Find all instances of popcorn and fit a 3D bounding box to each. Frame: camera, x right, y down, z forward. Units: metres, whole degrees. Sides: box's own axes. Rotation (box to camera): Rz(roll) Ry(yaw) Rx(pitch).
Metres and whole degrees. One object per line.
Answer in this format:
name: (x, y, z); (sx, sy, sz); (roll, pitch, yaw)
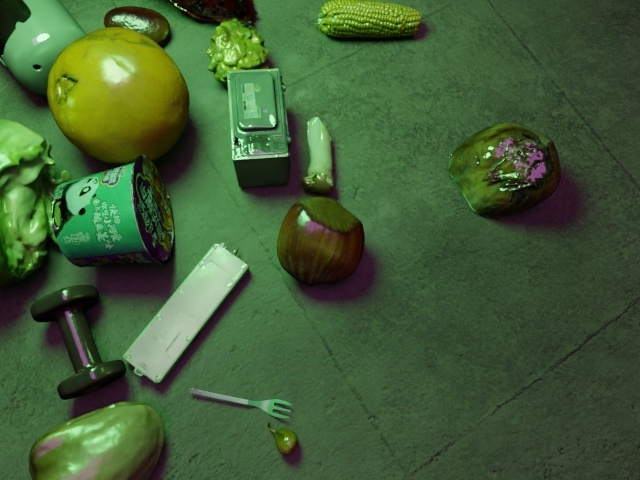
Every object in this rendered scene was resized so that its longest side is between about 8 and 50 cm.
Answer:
popcorn: (-0.217, -0.497, 1.264); (0.173, 0.142, 0.174); (1, 80, -6)

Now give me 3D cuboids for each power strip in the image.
power strip: (-0.304, 0.160, 1.124); (0.106, 0.043, 0.367); (36, 74, 4)

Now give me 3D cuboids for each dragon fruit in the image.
dragon fruit: (-0.338, -0.764, 1.348); (0.227, 0.286, 0.330); (-19, 50, 21)

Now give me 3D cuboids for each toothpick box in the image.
toothpick box: (-0.698, -0.504, 1.192); (0.229, 0.229, 0.316); (-39, 84, -15)

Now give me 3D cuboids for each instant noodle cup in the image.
instant noodle cup: (-0.462, -0.051, 1.074); (0.189, 0.251, 0.252); (-10, 76, 0)

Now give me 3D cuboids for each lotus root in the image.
lotus root: (0.488, -0.194, 1.247); (0.271, 0.192, 0.273); (1, 81, -5)

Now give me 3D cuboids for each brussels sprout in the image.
brussels sprout: (-0.739, -0.087, 1.026); (0.314, 0.276, 0.372); (16, 73, -5)

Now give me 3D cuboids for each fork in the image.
fork: (-0.183, 0.364, 1.093); (0.234, 0.021, 0.039); (13, 69, -1)

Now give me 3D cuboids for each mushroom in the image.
mushroom: (-0.007, -0.222, 1.253); (0.084, 0.071, 0.210); (-9, 69, 24)

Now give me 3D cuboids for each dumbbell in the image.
dumbbell: (-0.524, 0.218, 1.039); (0.140, 0.124, 0.226); (-27, 79, -3)

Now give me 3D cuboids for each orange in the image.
orange: (-0.459, -0.328, 1.111); (0.311, 0.312, 0.313); (2, 74, -6)

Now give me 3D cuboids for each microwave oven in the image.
microwave oven: (-0.150, -0.280, 1.189); (0.145, 0.194, 0.241); (-4, 73, -9)

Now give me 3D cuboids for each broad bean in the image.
broad bean: (-0.493, -0.577, 1.292); (0.165, 0.084, 0.114); (12, 90, -9)

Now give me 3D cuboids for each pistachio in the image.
pistachio: (-0.443, 0.454, 0.974); (0.260, 0.162, 0.213); (-21, 98, -25)

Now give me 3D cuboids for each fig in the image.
fig: (-0.087, 0.439, 1.069); (0.083, 0.050, 0.050); (37, 74, 15)

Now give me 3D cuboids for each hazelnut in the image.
hazelnut: (-0.003, -0.001, 1.142); (0.209, 0.210, 0.186); (-1, 51, -7)

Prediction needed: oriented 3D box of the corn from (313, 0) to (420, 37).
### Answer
corn: (0.135, -0.630, 1.362); (0.309, 0.101, 0.102); (-1, 75, -6)
